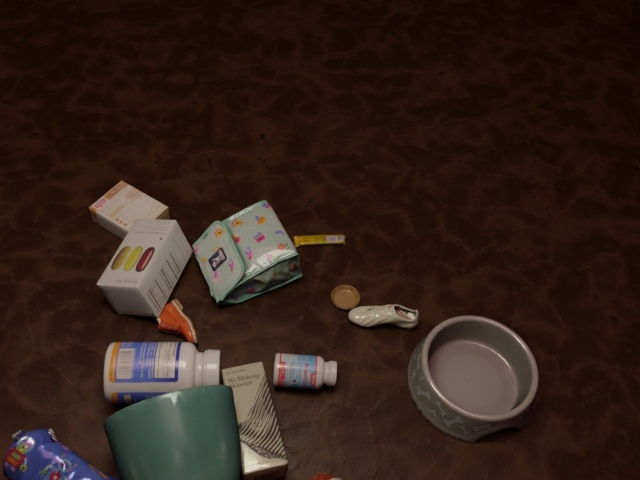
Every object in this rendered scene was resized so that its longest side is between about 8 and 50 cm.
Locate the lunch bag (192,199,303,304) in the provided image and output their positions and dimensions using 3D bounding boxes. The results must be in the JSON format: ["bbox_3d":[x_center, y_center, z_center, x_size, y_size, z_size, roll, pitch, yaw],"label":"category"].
[{"bbox_3d":[-0.215,0.043,1.951,0.262,0.160,0.223,-24,60,-10],"label":"lunch bag"}]

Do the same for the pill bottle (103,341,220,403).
[{"bbox_3d":[-0.385,0.326,1.701,0.272,0.152,0.152,1,51,-7],"label":"pill bottle"}]

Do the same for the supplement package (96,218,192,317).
[{"bbox_3d":[-0.476,0.073,1.886,0.139,0.133,0.244,2,48,21],"label":"supplement package"}]

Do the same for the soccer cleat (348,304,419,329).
[{"bbox_3d":[0.177,0.204,1.912,0.196,0.076,0.068,5,51,-2],"label":"soccer cleat"}]

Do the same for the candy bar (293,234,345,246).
[{"bbox_3d":[0.000,0.000,2.096,0.162,0.018,0.040,-2,55,-9],"label":"candy bar"}]

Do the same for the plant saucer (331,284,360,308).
[{"bbox_3d":[0.071,0.166,1.971,0.083,0.015,0.083,3,51,-3],"label":"plant saucer"}]

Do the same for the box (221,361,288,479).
[{"bbox_3d":[-0.164,0.442,1.669,0.113,0.094,0.275,-10,53,-15],"label":"box"}]

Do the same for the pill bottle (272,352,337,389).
[{"bbox_3d":[-0.040,0.338,1.771,0.160,0.087,0.087,4,51,-3],"label":"pill bottle"}]

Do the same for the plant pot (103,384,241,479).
[{"bbox_3d":[-0.306,0.479,1.511,0.293,0.293,0.235,-13,67,-16],"label":"plant pot"}]

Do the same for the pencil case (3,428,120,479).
[{"bbox_3d":[-0.559,0.535,1.530,0.306,0.119,0.133,28,70,14],"label":"pencil case"}]

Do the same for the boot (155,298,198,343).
[{"bbox_3d":[-0.386,0.233,1.842,0.085,0.059,0.158,-28,51,-22],"label":"boot"}]

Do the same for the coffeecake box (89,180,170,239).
[{"bbox_3d":[-0.571,-0.079,2.062,0.186,0.068,0.142,29,54,16],"label":"coffeecake box"}]

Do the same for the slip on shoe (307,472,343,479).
[{"bbox_3d":[-0.083,0.634,1.525,0.331,0.123,0.101,-31,20,-24],"label":"slip on shoe"}]

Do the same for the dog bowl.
[{"bbox_3d":[0.407,0.349,1.806,0.349,0.102,0.348,3,51,-4],"label":"dog bowl"}]
